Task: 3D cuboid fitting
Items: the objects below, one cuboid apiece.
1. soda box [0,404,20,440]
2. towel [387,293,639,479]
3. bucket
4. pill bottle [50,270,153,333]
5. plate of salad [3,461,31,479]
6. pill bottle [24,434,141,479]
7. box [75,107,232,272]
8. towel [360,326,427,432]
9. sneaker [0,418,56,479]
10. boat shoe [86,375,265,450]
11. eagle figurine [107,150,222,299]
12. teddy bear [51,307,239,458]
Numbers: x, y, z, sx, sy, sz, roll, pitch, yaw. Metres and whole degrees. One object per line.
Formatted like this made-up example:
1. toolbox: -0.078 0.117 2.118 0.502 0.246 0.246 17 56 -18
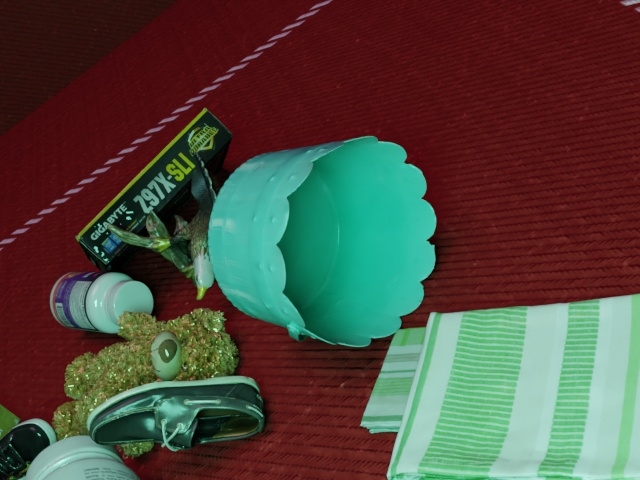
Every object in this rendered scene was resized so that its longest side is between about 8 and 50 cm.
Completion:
1. soda box: -0.580 0.363 1.507 0.058 0.061 0.181 -18 38 31
2. towel: 0.240 0.156 0.945 0.324 0.038 0.248 -10 41 32
3. bucket: 0.000 0.000 1.192 0.183 0.281 0.281 5 52 49
4. pill bottle: -0.383 0.108 1.583 0.193 0.108 0.108 0 48 44
5. plate of salad: -0.464 0.368 1.297 0.199 0.048 0.200 -31 -11 -7
6. pill bottle: -0.275 0.369 1.100 0.160 0.160 0.283 -42 32 -5
7. box: -0.303 -0.077 1.657 0.322 0.079 0.257 -47 4 -13
8. towel: 0.120 0.168 1.092 0.113 0.023 0.152 -7 42 37
9. sneaker: -0.497 0.362 1.365 0.217 0.079 0.121 -39 3 26
10. boat shoe: -0.189 0.236 1.182 0.233 0.084 0.079 -7 39 -10
11. eagle figurine: -0.156 -0.012 1.421 0.226 0.225 0.298 -10 -12 -44
12. teddy bear: -0.286 0.207 1.362 0.338 0.113 0.245 -7 46 40
